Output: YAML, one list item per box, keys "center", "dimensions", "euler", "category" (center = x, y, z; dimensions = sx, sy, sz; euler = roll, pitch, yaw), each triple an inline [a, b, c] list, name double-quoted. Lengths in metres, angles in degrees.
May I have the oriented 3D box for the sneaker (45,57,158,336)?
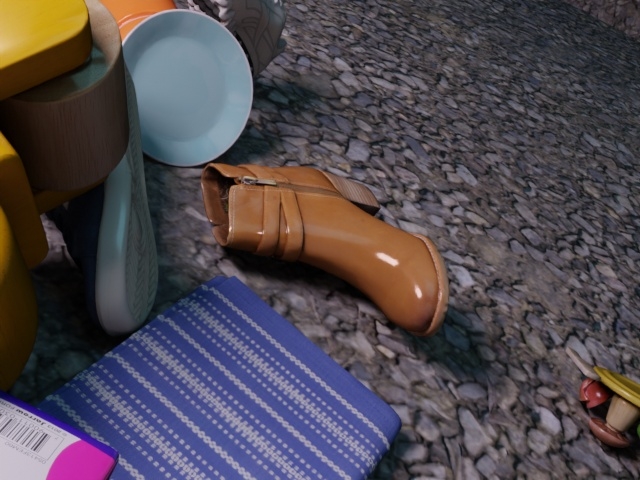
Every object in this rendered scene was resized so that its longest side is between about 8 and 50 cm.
- center: [-0.251, -0.053, 0.885]
  dimensions: [0.148, 0.131, 0.350]
  euler: [-11, 54, -4]
  category: "sneaker"

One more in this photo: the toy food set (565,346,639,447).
- center: [0.367, 0.211, 1.049]
  dimensions: [0.218, 0.071, 0.128]
  euler: [28, 8, -7]
  category: "toy food set"

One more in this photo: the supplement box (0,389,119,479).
- center: [-0.215, 0.189, 0.509]
  dimensions: [0.111, 0.113, 0.220]
  euler: [29, 14, -2]
  category: "supplement box"

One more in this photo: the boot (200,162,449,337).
- center: [0.000, 0.000, 0.995]
  dimensions: [0.220, 0.109, 0.283]
  euler: [8, 36, -33]
  category: "boot"

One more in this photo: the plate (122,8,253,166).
- center: [-0.168, -0.184, 1.087]
  dimensions: [0.188, 0.188, 0.024]
  euler: [4, 6, -35]
  category: "plate"

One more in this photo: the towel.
- center: [-0.087, 0.170, 0.772]
  dimensions: [0.243, 0.040, 0.336]
  euler: [38, 35, 10]
  category: "towel"

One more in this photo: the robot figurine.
- center: [-0.232, -0.261, 1.160]
  dimensions: [0.158, 0.128, 0.219]
  euler: [46, 10, -51]
  category: "robot figurine"

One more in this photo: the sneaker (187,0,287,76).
- center: [-0.108, -0.309, 1.180]
  dimensions: [0.118, 0.292, 0.110]
  euler: [-35, 73, -10]
  category: "sneaker"

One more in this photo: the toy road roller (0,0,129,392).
- center: [-0.260, -0.020, 0.662]
  dimensions: [0.330, 0.202, 0.240]
  euler: [-33, 72, -22]
  category: "toy road roller"
